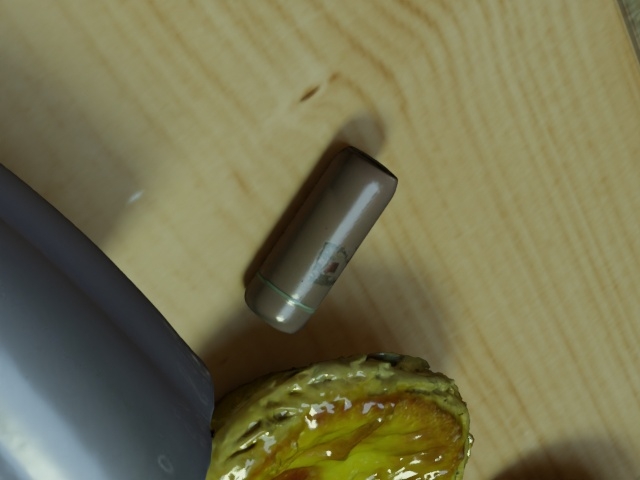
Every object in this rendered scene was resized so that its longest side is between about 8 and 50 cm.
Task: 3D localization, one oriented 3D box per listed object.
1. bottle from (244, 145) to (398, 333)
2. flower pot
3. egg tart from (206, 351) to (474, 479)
[{"bbox_3d":[0.000,0.000,1.417,0.053,0.053,0.140,25,103,-46],"label":"bottle"},{"bbox_3d":[-0.231,0.080,1.164,0.265,0.265,0.243,-40,125,-9],"label":"flower pot"},{"bbox_3d":[-0.020,0.190,1.495,0.294,0.116,0.295,-21,133,-25],"label":"egg tart"}]
